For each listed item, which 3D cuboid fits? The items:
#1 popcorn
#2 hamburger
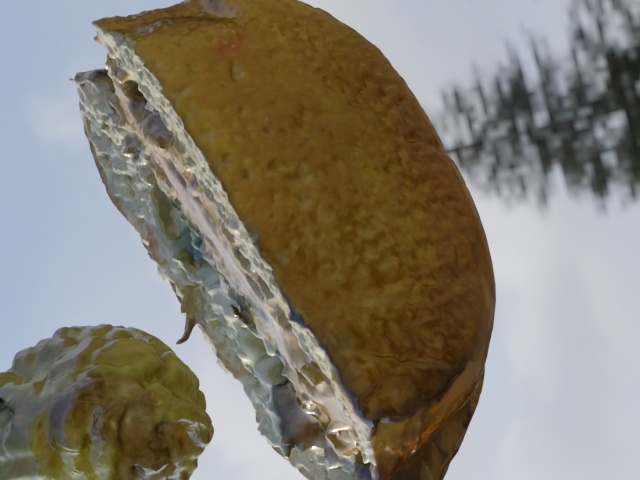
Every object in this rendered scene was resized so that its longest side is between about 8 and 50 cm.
[{"bbox_3d":[-0.166,0.131,1.376,0.142,0.173,0.173,82,-172,-46],"label":"popcorn"},{"bbox_3d":[0.000,0.000,1.000,0.156,0.144,0.283,-24,-105,-34],"label":"hamburger"}]
